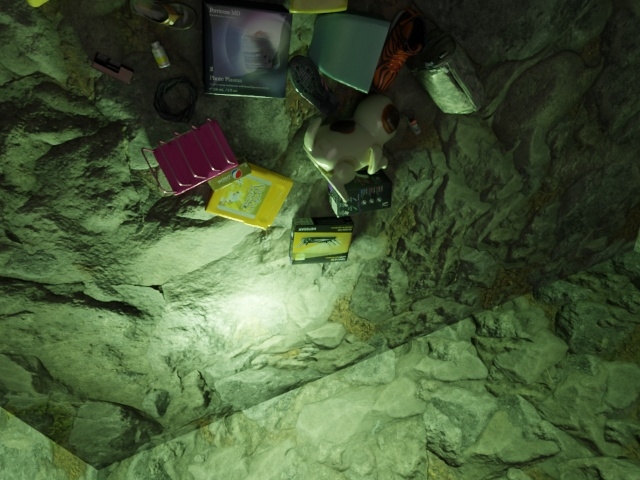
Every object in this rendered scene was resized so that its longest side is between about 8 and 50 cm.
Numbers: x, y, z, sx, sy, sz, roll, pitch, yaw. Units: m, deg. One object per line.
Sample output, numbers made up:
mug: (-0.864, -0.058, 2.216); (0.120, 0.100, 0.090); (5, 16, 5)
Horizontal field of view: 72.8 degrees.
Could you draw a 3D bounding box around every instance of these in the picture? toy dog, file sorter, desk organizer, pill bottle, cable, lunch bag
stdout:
toy dog: (0.141, -0.441, 1.824); (0.408, 0.285, 0.395); (-38, 130, 3)
file sorter: (-0.507, -0.327, 1.691); (0.290, 0.182, 0.202); (-26, 98, 2)
desk organizer: (-0.736, -0.610, 1.539); (0.130, 0.047, 0.050); (21, 115, -30)
pill bottle: (-0.574, -0.666, 1.551); (0.043, 0.043, 0.083); (-19, 129, -4)
cable: (-0.551, -0.543, 1.657); (0.150, 0.047, 0.185); (15, 122, -21)
lunch bag: (0.524, -0.677, 1.769); (0.212, 0.256, 0.305); (-42, 126, 14)

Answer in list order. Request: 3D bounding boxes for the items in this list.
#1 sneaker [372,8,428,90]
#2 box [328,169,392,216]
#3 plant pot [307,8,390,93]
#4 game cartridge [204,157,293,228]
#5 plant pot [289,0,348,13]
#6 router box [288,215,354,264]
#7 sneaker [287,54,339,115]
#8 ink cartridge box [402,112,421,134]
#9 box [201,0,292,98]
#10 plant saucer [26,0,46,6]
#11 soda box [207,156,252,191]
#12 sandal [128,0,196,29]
sneaker: (0.307, -0.731, 1.705); (0.124, 0.180, 0.321); (6, 123, -22)
box: (0.184, -0.229, 2.050); (0.270, 0.165, 0.143); (-11, 128, -10)
plant pot: (0.089, -0.725, 1.607); (0.252, 0.247, 0.248); (13, 122, -7)
game cartridge: (-0.324, -0.206, 1.973); (0.323, 0.053, 0.285); (17, 119, -26)
plant pot: (0.011, -0.873, 1.449); (0.187, 0.212, 0.212); (9, 124, -2)
router box: (0.000, 0.000, 2.215); (0.308, 0.081, 0.243); (-3, 127, -16)
sneaker: (-0.048, -0.605, 1.662); (0.112, 0.131, 0.319); (-41, 149, 8)
ink cartridge box: (0.414, -0.536, 1.962); (0.029, 0.063, 0.115); (-35, 128, 10)
box: (-0.271, -0.685, 1.551); (0.296, 0.183, 0.294); (-3, 125, -17)
plant saucer: (-0.840, -0.913, 1.257); (0.332, 0.081, 0.333); (-29, 128, 4)
soda box: (-0.385, -0.280, 1.831); (0.181, 0.058, 0.061); (-26, 129, 2)
sandal: (-0.535, -0.776, 1.472); (0.219, 0.060, 0.090); (10, 122, -24)
